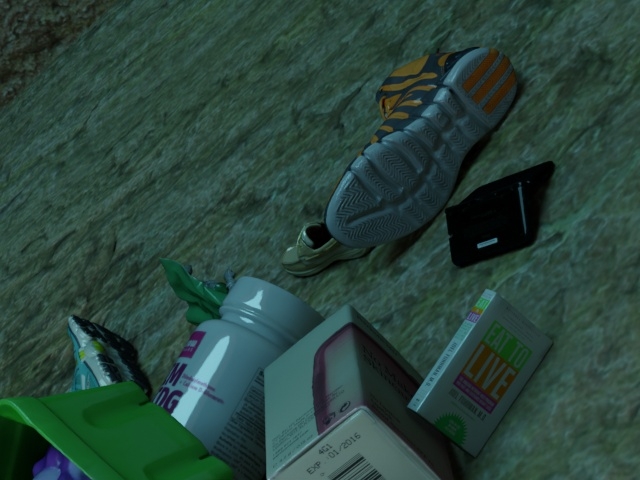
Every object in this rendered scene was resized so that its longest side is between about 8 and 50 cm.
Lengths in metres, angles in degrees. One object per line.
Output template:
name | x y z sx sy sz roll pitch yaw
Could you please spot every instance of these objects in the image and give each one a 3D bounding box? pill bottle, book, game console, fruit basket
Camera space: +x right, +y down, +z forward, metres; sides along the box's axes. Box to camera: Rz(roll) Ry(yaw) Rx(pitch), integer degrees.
pill bottle | -0.111 0.196 1.695 0.160 0.160 0.283 1 56 57
book | 0.159 0.133 1.427 0.144 0.096 0.035 -56 33 -9
game console | 0.212 -0.031 1.646 0.122 0.071 0.107 -21 69 45
fruit basket | -0.283 0.370 1.452 0.283 0.392 0.392 38 89 23

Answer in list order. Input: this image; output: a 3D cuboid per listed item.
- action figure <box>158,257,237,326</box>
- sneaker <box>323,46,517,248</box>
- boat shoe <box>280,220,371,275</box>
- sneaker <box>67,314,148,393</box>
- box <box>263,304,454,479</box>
action figure | -0.120 0.086 1.919 0.063 0.137 0.232 -47 33 -20
sneaker | 0.107 -0.120 1.825 0.321 0.124 0.180 -45 21 -12
boat shoe | 0.000 0.000 1.879 0.170 0.059 0.063 -21 39 44
sneaker | -0.343 0.196 2.124 0.110 0.107 0.275 -57 26 10
box | 0.036 0.194 1.441 0.127 0.148 0.232 -40 19 13
